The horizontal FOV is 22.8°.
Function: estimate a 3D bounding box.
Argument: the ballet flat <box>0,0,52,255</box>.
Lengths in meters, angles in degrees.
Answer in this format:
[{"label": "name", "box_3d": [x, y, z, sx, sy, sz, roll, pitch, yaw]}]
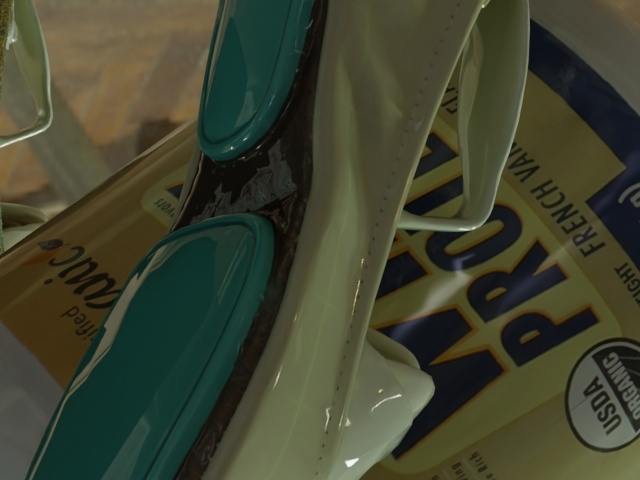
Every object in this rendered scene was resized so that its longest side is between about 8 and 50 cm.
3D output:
[{"label": "ballet flat", "box_3d": [-0.216, -0.044, 0.951, 0.123, 0.348, 0.123, -1, -177, 0]}]

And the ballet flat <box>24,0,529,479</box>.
[{"label": "ballet flat", "box_3d": [0.000, 0.000, 0.369, 0.086, 0.248, 0.086, 18, 169, 4]}]

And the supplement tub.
[{"label": "supplement tub", "box_3d": [-0.007, 0.068, 0.562, 0.316, 0.228, 0.228, -38, 165, -15]}]
